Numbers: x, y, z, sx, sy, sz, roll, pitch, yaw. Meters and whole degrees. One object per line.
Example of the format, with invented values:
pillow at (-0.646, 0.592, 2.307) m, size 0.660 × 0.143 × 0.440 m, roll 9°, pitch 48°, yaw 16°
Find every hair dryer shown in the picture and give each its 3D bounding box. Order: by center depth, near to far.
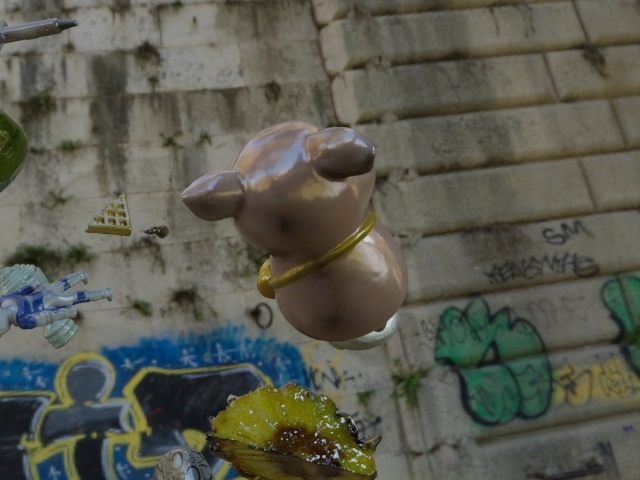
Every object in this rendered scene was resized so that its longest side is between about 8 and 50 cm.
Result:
hair dryer at (-0.678, -0.496, 1.464) m, size 0.221 × 0.195 × 0.053 m, roll -20°, pitch -54°, yaw -9°

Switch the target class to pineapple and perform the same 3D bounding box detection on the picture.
pineapple at (-0.048, 0.348, 1.109) m, size 0.335 × 0.161 × 0.158 m, roll 13°, pitch -51°, yaw -14°

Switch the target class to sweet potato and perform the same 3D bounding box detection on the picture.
sweet potato at (-0.436, -0.023, 1.711) m, size 0.041 × 0.038 × 0.153 m, roll -9°, pitch 1°, yaw 3°

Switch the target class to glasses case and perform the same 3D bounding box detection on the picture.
glasses case at (-0.232, 0.581, 1.236) m, size 0.137 × 0.354 × 0.085 m, roll -41°, pitch -26°, yaw 24°

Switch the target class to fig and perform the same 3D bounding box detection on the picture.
fig at (-0.724, -0.155, 1.273) m, size 0.233 × 0.314 × 0.233 m, roll -8°, pitch -49°, yaw -9°

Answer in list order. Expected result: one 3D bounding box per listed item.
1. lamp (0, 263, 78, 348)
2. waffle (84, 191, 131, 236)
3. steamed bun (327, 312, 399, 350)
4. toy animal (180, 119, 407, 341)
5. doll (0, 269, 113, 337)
lamp at (-0.574, 0.130, 1.272) m, size 0.106 × 0.106 × 0.193 m, roll -21°, pitch -63°, yaw 27°
waffle at (-0.569, -0.083, 1.677) m, size 0.125 × 0.191 × 0.032 m, roll 3°, pitch -52°, yaw -28°
steamed bun at (0.086, 0.205, 1.656) m, size 0.228 × 0.177 × 0.131 m, roll -3°, pitch -23°, yaw -29°
toy animal at (-0.003, 0.002, 0.613) m, size 0.165 × 0.149 × 0.248 m, roll -26°, pitch -56°, yaw 3°
doll at (-0.459, 0.106, 1.008) m, size 0.227 × 0.114 × 0.057 m, roll -19°, pitch -49°, yaw -48°
